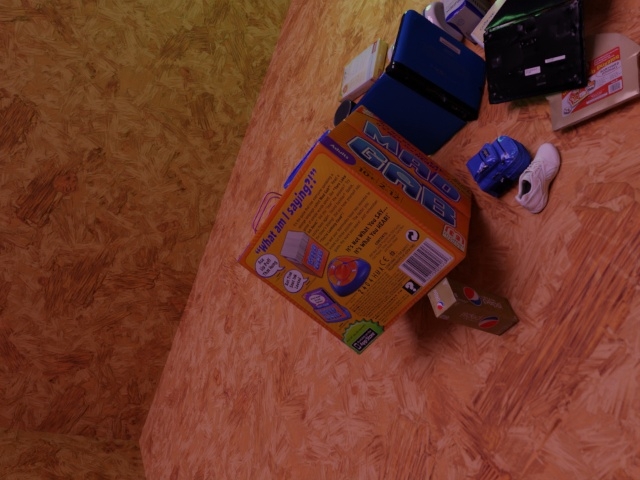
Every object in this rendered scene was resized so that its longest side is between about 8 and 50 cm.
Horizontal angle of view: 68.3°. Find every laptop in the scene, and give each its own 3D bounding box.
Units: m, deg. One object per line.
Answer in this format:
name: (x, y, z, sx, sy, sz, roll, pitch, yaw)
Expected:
laptop: (0.500, -0.459, 1.049, 0.234, 0.136, 0.265, 8, 110, 58)

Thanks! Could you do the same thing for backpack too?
backpack: (0.402, -0.173, 1.063, 0.120, 0.101, 0.098, -45, 43, 33)

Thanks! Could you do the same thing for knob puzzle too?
knob puzzle: (0.555, -0.333, 0.961, 0.213, 0.030, 0.213, -40, 41, 45)

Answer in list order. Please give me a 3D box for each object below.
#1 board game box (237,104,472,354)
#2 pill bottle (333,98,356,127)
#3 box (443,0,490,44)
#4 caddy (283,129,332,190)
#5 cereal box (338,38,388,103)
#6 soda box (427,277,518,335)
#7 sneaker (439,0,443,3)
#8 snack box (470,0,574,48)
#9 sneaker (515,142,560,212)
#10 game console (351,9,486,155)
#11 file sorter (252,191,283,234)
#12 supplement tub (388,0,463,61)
board game box: (0.095, -0.038, 1.117, 0.356, 0.356, 0.356, -51, 2, 33)
pill bottle: (0.155, -0.357, 1.492, 0.123, 0.219, 0.123, -39, 41, 45)
box: (0.411, -0.643, 1.315, 0.072, 0.126, 0.137, -32, 47, 48)
caddy: (0.019, -0.234, 1.704, 0.341, 0.179, 0.241, -50, 16, 9)
cereal box: (0.163, -0.657, 1.854, 0.240, 0.047, 0.173, -13, 62, 58)
soda box: (0.307, 0.135, 0.947, 0.058, 0.181, 0.061, -51, 33, 33)
sneaker: (0.470, -0.802, 1.319, 0.148, 0.131, 0.350, 57, 131, 38)
snack box: (0.526, -0.594, 1.146, 0.322, 0.060, 0.187, -52, 33, 32)
sneaker: (0.454, -0.137, 0.987, 0.053, 0.061, 0.152, 6, 76, 64)
game console: (0.263, -0.403, 1.250, 0.173, 0.293, 0.250, -3, 70, 60)
file sorter: (-0.141, -0.049, 1.871, 0.202, 0.182, 0.291, -63, 29, 14)
supplement tub: (0.316, -0.605, 1.440, 0.199, 0.144, 0.144, -31, 47, 50)
